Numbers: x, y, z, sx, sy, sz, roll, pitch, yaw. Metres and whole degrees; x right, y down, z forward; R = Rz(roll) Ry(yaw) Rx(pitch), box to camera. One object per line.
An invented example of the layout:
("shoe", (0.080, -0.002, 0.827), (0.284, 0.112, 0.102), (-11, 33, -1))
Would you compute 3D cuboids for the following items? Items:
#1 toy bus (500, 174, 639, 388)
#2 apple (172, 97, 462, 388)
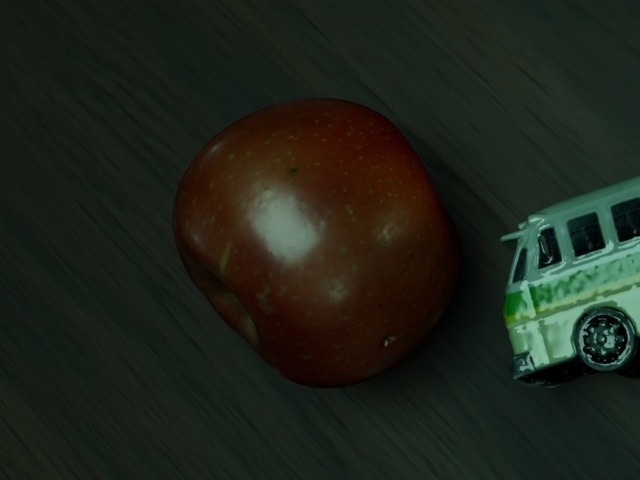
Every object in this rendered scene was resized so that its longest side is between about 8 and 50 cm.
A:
("toy bus", (0.289, 0.024, 1.613), (0.276, 0.134, 0.164), (-18, 75, 19))
("apple", (0.000, 0.000, 1.677), (0.216, 0.260, 0.260), (-36, 67, -11))
